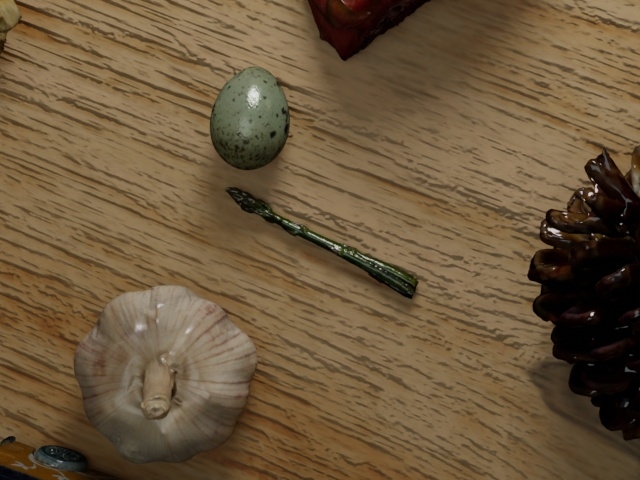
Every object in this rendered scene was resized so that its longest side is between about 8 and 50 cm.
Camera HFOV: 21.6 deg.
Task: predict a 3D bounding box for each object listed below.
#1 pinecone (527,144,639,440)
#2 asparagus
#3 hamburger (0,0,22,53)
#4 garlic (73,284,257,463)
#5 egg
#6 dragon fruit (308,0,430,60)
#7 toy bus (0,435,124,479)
[{"bbox_3d":[0.345,0.041,1.645,0.298,0.242,0.296,-37,91,17],"label":"pinecone"},{"bbox_3d":[0.000,0.000,1.810,0.233,0.022,0.023,27,143,4],"label":"asparagus"},{"bbox_3d":[-0.422,-0.255,1.765,0.214,0.214,0.108,36,96,4],"label":"hamburger"},{"bbox_3d":[-0.175,0.154,1.752,0.199,0.226,0.199,1,98,4],"label":"garlic"},{"bbox_3d":[-0.075,-0.129,1.778,0.085,0.085,0.110,2,91,9],"label":"egg"},{"bbox_3d":[0.076,-0.350,1.701,0.317,0.152,0.205,-38,87,11],"label":"dragon fruit"},{"bbox_3d":[-0.232,0.341,1.792,0.323,0.194,0.161,18,97,8],"label":"toy bus"}]
